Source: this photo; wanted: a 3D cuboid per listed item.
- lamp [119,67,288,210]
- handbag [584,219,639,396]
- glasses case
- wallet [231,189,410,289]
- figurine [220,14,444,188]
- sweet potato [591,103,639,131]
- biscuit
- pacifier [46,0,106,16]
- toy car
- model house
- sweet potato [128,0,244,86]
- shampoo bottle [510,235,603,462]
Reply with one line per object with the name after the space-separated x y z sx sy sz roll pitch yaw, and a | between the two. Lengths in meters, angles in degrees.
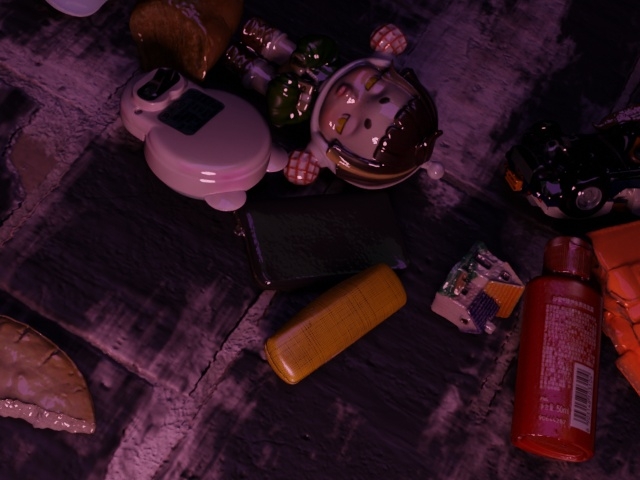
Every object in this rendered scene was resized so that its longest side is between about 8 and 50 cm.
-0.178 -0.142 1.775 0.246 0.108 0.179 36 47 11 | lamp
0.570 0.148 1.824 0.303 0.116 0.410 -12 59 -27 | handbag
0.020 0.107 1.687 0.234 0.064 0.079 -33 88 -34 | glasses case
0.000 0.000 1.778 0.250 0.044 0.149 -6 61 -24 | wallet
0.024 -0.205 1.867 0.370 0.167 0.281 32 84 18 | figurine
0.545 -0.206 2.111 0.205 0.068 0.060 -10 53 -16 | sweet potato
-0.406 0.147 1.524 0.289 0.038 0.141 12 52 -11 | biscuit
-0.359 -0.477 1.941 0.279 0.227 0.207 -30 29 -34 | pacifier
0.431 -0.104 1.961 0.301 0.118 0.193 -4 37 -17 | toy car
0.225 0.075 1.772 0.100 0.088 0.101 37 54 10 | model house
-0.179 -0.395 1.904 0.157 0.158 0.370 20 64 -5 | sweet potato
0.331 0.145 1.735 0.118 0.076 0.314 14 61 -7 | shampoo bottle
